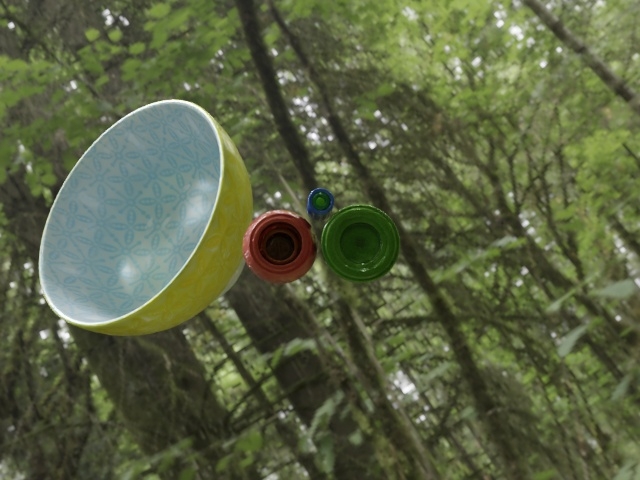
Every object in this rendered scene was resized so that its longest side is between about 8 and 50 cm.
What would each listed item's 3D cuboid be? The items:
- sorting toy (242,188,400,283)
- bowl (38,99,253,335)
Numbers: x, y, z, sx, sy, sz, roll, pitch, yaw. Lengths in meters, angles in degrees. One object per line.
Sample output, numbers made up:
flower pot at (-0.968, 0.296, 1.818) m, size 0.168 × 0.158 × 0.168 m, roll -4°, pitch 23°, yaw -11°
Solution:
sorting toy at (0.000, 0.000, 0.607) m, size 0.101 × 0.061 × 0.042 m, roll 1°, pitch -10°, yaw -2°
bowl at (-0.178, -0.004, 1.094) m, size 0.289 × 0.289 × 0.156 m, roll -40°, pitch -43°, yaw 12°
